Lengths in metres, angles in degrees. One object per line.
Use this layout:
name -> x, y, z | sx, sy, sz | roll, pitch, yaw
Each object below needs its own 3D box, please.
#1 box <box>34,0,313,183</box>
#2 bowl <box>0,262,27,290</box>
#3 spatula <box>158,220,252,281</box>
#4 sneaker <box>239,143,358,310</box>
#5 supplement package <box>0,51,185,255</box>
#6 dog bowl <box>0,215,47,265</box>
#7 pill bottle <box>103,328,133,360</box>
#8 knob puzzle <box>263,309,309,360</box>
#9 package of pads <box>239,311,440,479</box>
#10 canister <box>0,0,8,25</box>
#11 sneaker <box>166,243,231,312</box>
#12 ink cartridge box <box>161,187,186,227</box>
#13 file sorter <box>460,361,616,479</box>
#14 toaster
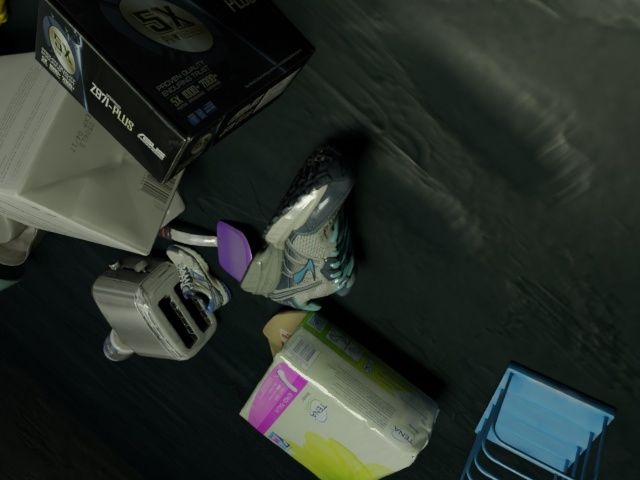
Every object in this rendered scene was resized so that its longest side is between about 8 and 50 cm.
box -> -0.119, -0.164, 0.444 | 0.147, 0.180, 0.077 | 47, 143, -6
bowl -> -0.868, 0.040, 1.152 | 0.311, 0.163, 0.311 | 45, 177, 3
spatula -> -0.208, -0.008, 0.778 | 0.297, 0.030, 0.084 | 17, 118, 31
sneaker -> 0.000, 0.000, 0.586 | 0.122, 0.110, 0.283 | 29, 149, -3
supplement package -> -0.338, -0.110, 0.635 | 0.293, 0.177, 0.175 | 10, 165, 33
dog bowl -> -0.687, -0.113, 1.003 | 0.349, 0.102, 0.348 | 18, 136, 18
pill bottle -> -0.474, 0.243, 1.207 | 0.078, 0.078, 0.137 | 45, 141, -6
knob puzzle -> -0.005, 0.169, 0.790 | 0.213, 0.030, 0.213 | 23, 139, 22
package of pads -> 0.015, 0.260, 0.754 | 0.229, 0.101, 0.296 | 36, 142, 6
canister -> -0.434, -0.353, 0.608 | 0.170, 0.073, 0.126 | -24, 110, 47
sneaker -> -0.210, 0.064, 0.835 | 0.135, 0.058, 0.052 | 47, 141, -7
ink cartridge box -> -0.287, -0.053, 0.753 | 0.135, 0.099, 0.056 | 8, 130, 33
file sorter -> 0.248, 0.255, 0.605 | 0.118, 0.104, 0.170 | 24, 139, 21
toaster -> -0.289, 0.128, 0.906 | 0.147, 0.129, 0.226 | 0, 125, 37
